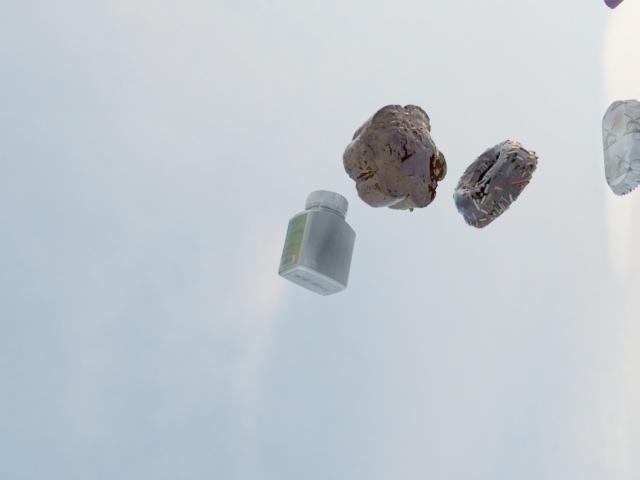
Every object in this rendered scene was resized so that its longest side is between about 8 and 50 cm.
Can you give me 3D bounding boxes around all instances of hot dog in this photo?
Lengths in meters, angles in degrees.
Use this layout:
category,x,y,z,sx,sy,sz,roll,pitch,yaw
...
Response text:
category,x,y,z,sx,sy,sz,roll,pitch,yaw
hot dog,0.524,-0.166,1.379,0.053,0.099,0.192,21,-128,-17

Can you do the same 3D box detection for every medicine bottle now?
category,x,y,z,sx,sy,sz,roll,pitch,yaw
medicine bottle,0.000,0.000,1.619,0.132,0.088,0.189,27,-120,-29

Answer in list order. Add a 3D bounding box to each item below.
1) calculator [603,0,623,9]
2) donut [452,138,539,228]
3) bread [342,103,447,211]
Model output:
category,x,y,z,sx,sy,sz,roll,pitch,yaw
calculator,0.611,-0.596,1.688,0.034,0.126,0.191,-17,-96,-5
donut,0.402,-0.140,1.880,0.089,0.235,0.235,40,-120,-14
bread,0.164,-0.170,1.745,0.246,0.135,0.232,-22,-92,-42
